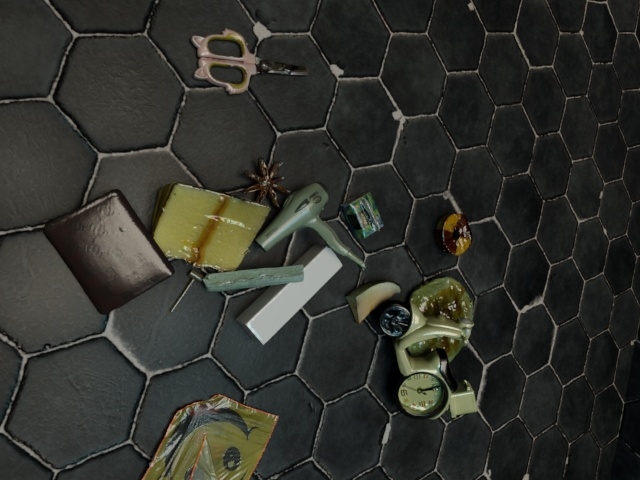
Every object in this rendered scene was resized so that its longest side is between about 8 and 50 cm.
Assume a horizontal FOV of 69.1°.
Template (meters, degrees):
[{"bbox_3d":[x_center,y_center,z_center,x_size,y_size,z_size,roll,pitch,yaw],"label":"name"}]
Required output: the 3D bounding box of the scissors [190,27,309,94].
[{"bbox_3d":[-0.166,-0.445,1.174,0.318,0.024,0.160,-6,94,-31],"label":"scissors"}]

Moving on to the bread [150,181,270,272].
[{"bbox_3d":[-0.255,-0.021,1.066,0.240,0.135,0.178,14,84,-30],"label":"bread"}]

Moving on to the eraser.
[{"bbox_3d":[-0.078,0.133,1.209,0.298,0.078,0.076,-43,112,-22],"label":"eraser"}]

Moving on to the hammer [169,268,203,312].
[{"bbox_3d":[-0.323,0.122,1.102,0.035,0.019,0.110,39,78,-25],"label":"hammer"}]

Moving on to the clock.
[{"bbox_3d":[0.322,0.347,1.379,0.277,0.120,0.378,-9,104,3],"label":"clock"}]

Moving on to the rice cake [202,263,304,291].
[{"bbox_3d":[-0.161,0.092,1.136,0.245,0.045,0.042,-6,61,-12],"label":"rice cake"}]

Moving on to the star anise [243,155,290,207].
[{"bbox_3d":[-0.143,-0.146,1.183,0.141,0.042,0.141,-5,98,-38],"label":"star anise"}]

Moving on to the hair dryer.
[{"bbox_3d":[-0.038,0.004,1.180,0.229,0.092,0.267,-25,83,-13],"label":"hair dryer"}]

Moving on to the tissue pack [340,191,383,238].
[{"bbox_3d":[0.126,-0.072,1.323,0.085,0.079,0.111,-32,107,-27],"label":"tissue pack"}]

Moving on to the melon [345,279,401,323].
[{"bbox_3d":[0.163,0.159,1.369,0.182,0.054,0.098,-32,113,-25],"label":"melon"}]

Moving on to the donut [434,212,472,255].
[{"bbox_3d":[0.433,-0.020,1.519,0.141,0.059,0.140,-1,93,-31],"label":"donut"}]

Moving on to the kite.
[{"bbox_3d":[-0.261,0.543,1.147,0.378,0.013,0.327,-15,99,-32],"label":"kite"}]

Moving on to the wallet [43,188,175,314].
[{"bbox_3d":[-0.449,0.024,0.995,0.182,0.049,0.229,-32,106,-11],"label":"wallet"}]

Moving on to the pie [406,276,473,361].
[{"bbox_3d":[0.380,0.260,1.490,0.307,0.071,0.306,0,90,-31],"label":"pie"}]
